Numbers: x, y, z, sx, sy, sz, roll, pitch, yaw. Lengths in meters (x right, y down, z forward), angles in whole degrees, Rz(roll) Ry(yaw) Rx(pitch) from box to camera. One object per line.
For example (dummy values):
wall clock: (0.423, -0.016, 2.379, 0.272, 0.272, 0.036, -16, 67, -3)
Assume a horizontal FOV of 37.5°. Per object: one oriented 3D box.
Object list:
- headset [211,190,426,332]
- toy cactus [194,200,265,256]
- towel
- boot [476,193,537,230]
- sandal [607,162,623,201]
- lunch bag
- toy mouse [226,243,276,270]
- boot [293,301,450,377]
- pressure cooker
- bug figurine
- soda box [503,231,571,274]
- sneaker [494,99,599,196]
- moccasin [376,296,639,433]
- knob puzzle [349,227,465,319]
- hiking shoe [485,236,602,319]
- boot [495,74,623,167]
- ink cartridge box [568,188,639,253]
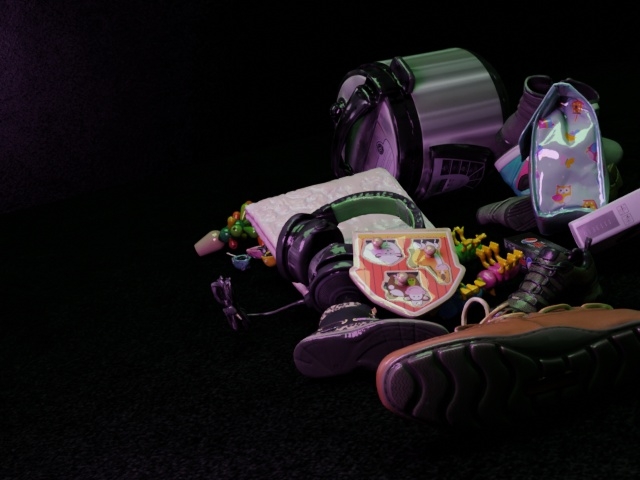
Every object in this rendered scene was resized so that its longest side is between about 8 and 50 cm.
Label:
headset: (0.000, 0.029, 1.652, 0.394, 0.185, 0.243, -35, 40, -12)
toy cactus: (-0.213, -0.012, 2.273, 0.180, 0.112, 0.219, -29, 16, 6)
towel: (0.053, -0.025, 1.923, 0.331, 0.053, 0.317, -16, 40, -20)
boot: (0.470, -0.082, 2.032, 0.246, 0.084, 0.161, -13, 9, -14)
sandal: (0.632, -0.127, 2.105, 0.049, 0.072, 0.180, -20, 6, 32)
lunch bag: (0.468, -0.157, 1.822, 0.160, 0.262, 0.223, -7, -9, 14)
toy mouse: (-0.147, 0.039, 2.110, 0.143, 0.031, 0.161, -4, 16, 25)
boot: (0.089, 0.141, 1.451, 0.236, 0.085, 0.178, -8, 12, 13)
pressure cooker: (0.220, -0.280, 2.387, 0.420, 0.370, 0.375, -13, 11, -23)
bug figurine: (0.232, 0.060, 1.666, 0.216, 0.072, 0.279, -23, 23, -19)
soda box: (0.392, 0.032, 1.698, 0.060, 0.053, 0.169, -13, 15, -10)
sneaker: (0.533, -0.171, 2.102, 0.123, 0.178, 0.295, -18, -15, -40)
moccasin: (0.248, 0.146, 1.201, 0.379, 0.139, 0.147, -15, 14, -15)
knob puzzle: (0.143, 0.046, 1.541, 0.213, 0.030, 0.213, 1, 46, -1)
hiking shoe: (0.342, 0.068, 1.475, 0.226, 0.114, 0.086, -20, 16, -30)
boot: (0.600, -0.266, 2.209, 0.338, 0.223, 0.118, 6, 54, -15)
ink cartridge box: (0.605, -0.057, 1.692, 0.275, 0.060, 0.239, -29, -18, 23)
